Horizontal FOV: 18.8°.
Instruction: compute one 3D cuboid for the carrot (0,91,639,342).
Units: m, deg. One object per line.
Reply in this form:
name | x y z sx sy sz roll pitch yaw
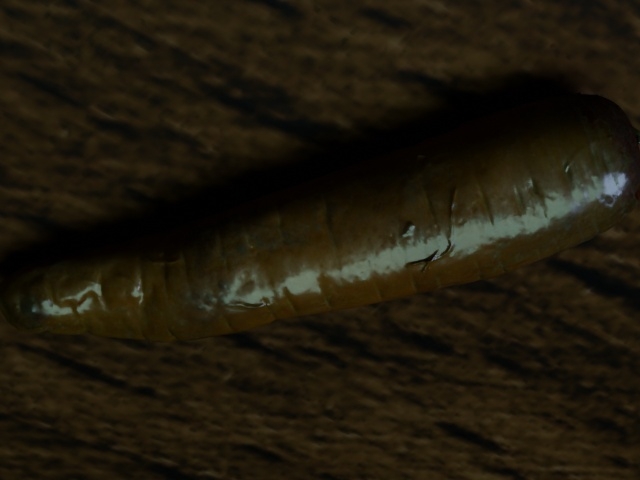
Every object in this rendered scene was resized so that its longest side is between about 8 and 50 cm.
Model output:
carrot | 0.000 0.000 0.695 0.248 0.059 0.059 -15 138 1
